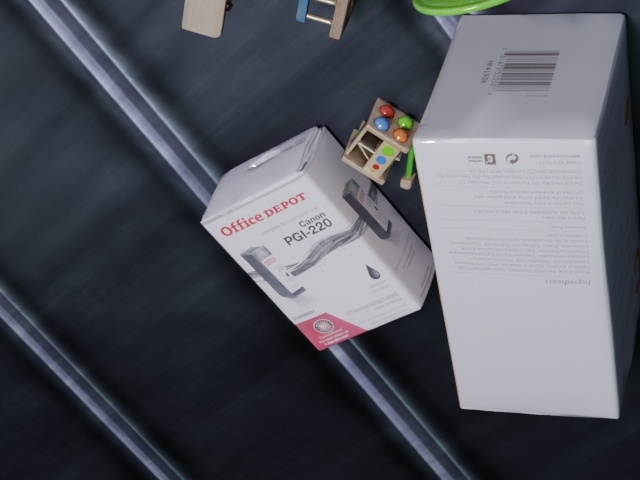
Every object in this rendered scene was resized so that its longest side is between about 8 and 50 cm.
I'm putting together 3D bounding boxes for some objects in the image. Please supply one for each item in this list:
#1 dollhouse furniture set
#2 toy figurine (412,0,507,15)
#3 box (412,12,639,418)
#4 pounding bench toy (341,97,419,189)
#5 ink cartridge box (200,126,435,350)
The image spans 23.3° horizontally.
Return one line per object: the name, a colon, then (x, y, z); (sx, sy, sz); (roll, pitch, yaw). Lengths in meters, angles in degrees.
dollhouse furniture set: (-0.040, -0.237, 1.453); (0.129, 0.183, 0.129); (17, 133, 5)
toy figurine: (0.146, -0.307, 1.392); (0.173, 0.130, 0.159); (-16, 115, 4)
box: (0.216, -0.022, 1.530); (0.168, 0.215, 0.345); (2, 129, 19)
pounding bench toy: (0.077, -0.098, 1.623); (0.083, 0.052, 0.065); (31, 132, -9)
ink cartridge box: (0.000, 0.000, 1.710); (0.159, 0.092, 0.218); (-25, 116, 35)
